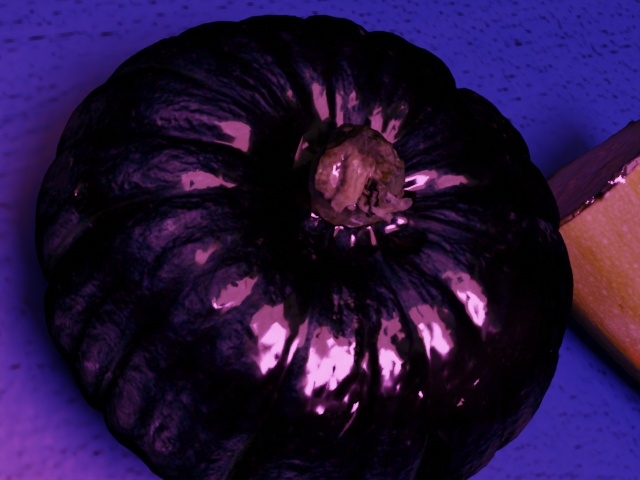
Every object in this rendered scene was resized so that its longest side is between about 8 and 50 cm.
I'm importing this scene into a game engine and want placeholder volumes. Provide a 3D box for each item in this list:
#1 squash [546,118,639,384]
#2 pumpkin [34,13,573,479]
[{"bbox_3d":[0.174,0.039,0.518,0.188,0.095,0.095,49,62,-7],"label":"squash"},{"bbox_3d":[-0.004,0.006,0.422,0.194,0.150,0.194,30,33,-22],"label":"pumpkin"}]
